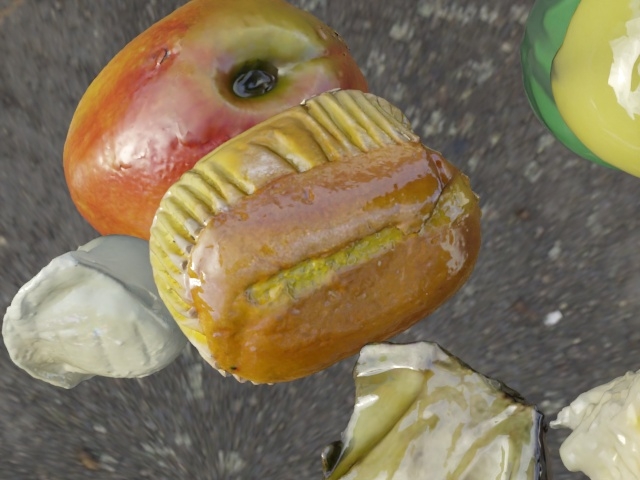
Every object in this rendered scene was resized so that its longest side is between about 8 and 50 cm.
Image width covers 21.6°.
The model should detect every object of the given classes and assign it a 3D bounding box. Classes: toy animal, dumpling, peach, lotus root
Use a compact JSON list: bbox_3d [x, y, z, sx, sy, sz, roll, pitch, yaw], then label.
[{"bbox_3d":[0.257,-0.130,1.211,0.191,0.338,0.216,7,102,-21],"label":"toy animal"},{"bbox_3d":[-0.218,0.078,1.634,0.179,0.252,0.131,-34,69,17],"label":"dumpling"},{"bbox_3d":[-0.117,-0.112,1.916,0.372,0.372,0.290,-39,81,-8],"label":"peach"},{"bbox_3d":[0.048,0.232,0.997,0.210,0.142,0.314,32,88,41],"label":"lotus root"}]

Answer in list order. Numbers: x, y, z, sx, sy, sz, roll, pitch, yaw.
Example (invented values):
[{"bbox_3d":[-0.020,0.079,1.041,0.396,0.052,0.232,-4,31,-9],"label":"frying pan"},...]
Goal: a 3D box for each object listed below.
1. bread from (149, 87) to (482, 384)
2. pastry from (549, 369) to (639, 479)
[{"bbox_3d":[0.000,0.000,1.475,0.288,0.156,0.204,-23,117,-15],"label":"bread"},{"bbox_3d":[0.202,0.149,0.693,0.089,0.121,0.258,-18,65,-29],"label":"pastry"}]
